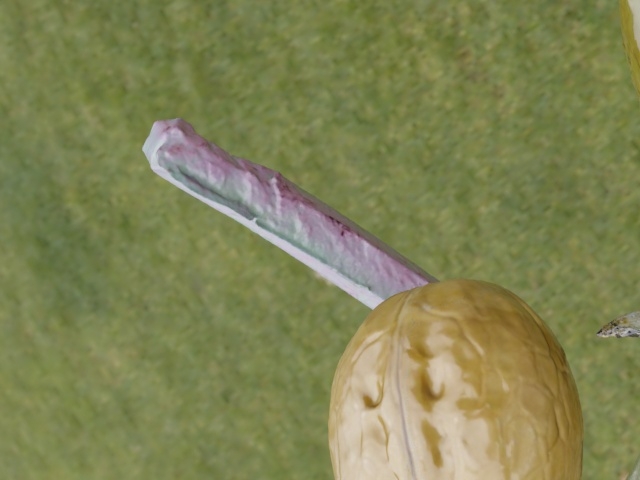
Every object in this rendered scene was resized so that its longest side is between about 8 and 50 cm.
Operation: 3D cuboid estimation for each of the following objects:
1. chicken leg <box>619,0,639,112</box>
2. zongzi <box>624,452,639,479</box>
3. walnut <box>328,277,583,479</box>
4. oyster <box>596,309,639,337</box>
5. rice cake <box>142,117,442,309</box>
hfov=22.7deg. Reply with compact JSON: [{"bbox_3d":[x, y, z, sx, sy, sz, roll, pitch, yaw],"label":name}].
[{"bbox_3d":[0.189,-0.109,0.406,0.429,0.201,0.153,97,163,-70],"label":"chicken leg"},{"bbox_3d":[0.383,0.343,1.386,0.356,0.174,0.393,29,104,10],"label":"zongzi"},{"bbox_3d":[0.087,0.120,1.027,0.165,0.165,0.197,-24,63,56],"label":"walnut"},{"bbox_3d":[0.238,0.062,1.133,0.083,0.054,0.019,-4,105,8],"label":"oyster"},{"bbox_3d":[-0.001,-0.002,1.176,0.290,0.051,0.081,32,-168,-11],"label":"rice cake"}]
